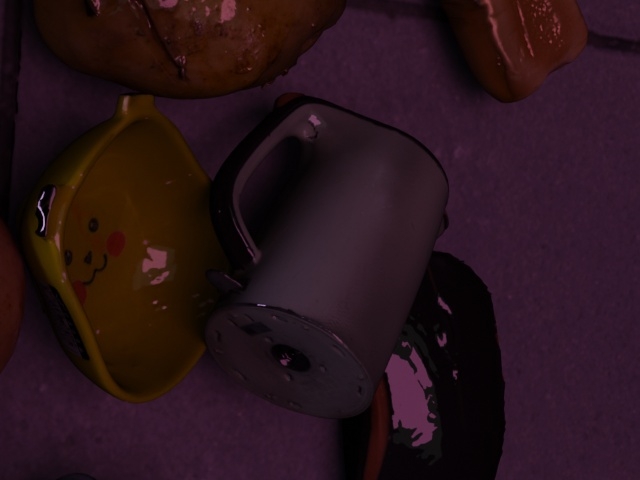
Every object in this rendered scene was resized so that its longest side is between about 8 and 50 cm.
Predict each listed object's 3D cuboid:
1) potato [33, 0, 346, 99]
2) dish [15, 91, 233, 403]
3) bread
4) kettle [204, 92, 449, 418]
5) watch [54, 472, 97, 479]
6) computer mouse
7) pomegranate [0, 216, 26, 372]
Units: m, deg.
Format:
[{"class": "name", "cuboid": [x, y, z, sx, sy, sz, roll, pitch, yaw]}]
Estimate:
[{"class": "potato", "cuboid": [-0.107, -0.213, 1.320, 0.300, 0.140, 0.173, -4, 102, -35]}, {"class": "dish", "cuboid": [-0.188, 0.007, 1.289, 0.221, 0.108, 0.262, -60, 143, -36]}, {"class": "bread", "cuboid": [0.163, -0.290, 1.499, 0.142, 0.091, 0.305, -40, 114, -29]}, {"class": "kettle", "cuboid": [0.000, 0.000, 1.369, 0.240, 0.165, 0.255, 43, 55, -23]}, {"class": "watch", "cuboid": [-0.220, 0.375, 1.263, 0.314, 0.335, 0.327, 30, 61, -24]}, {"class": "computer mouse", "cuboid": [0.110, 0.168, 1.513, 0.183, 0.116, 0.323, -8, 100, -34]}, {"class": "pomegranate", "cuboid": [-0.327, 0.044, 1.197, 0.191, 0.191, 0.191, -4, 98, -30]}]
